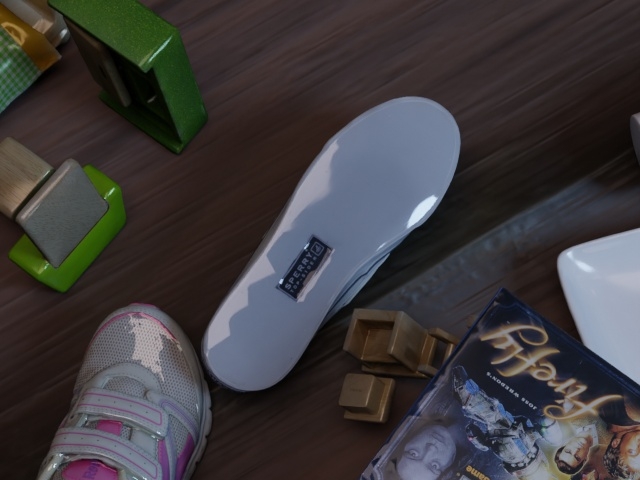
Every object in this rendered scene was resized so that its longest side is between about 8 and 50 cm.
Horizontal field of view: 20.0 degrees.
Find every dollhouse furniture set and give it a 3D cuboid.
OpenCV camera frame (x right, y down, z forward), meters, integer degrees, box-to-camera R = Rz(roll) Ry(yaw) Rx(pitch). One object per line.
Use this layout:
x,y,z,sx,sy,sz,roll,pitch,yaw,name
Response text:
-0.266,-0.131,1.384,0.301,0.151,0.197,35,77,20,dollhouse furniture set
0.085,0.153,1.270,0.161,0.101,0.182,3,67,36,dollhouse furniture set

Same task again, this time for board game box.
0.165,0.166,1.153,0.243,0.042,0.165,35,74,9,board game box

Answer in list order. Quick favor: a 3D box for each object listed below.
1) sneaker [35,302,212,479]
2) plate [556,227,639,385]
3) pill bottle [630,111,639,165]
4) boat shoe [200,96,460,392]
-0.141,0.158,1.271,0.103,0.111,0.252,2,68,9,sneaker
0.331,0.094,1.248,0.277,0.045,0.278,-15,59,1,plate
0.307,-0.083,1.316,0.152,0.086,0.086,-17,67,1,pill bottle
0.000,0.000,1.327,0.095,0.084,0.258,44,81,-4,boat shoe
